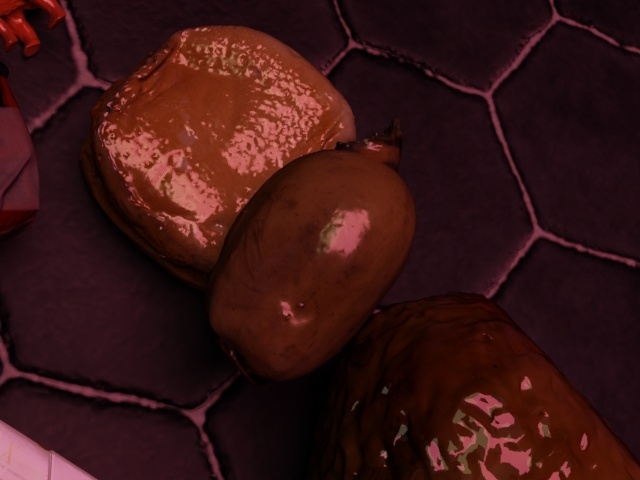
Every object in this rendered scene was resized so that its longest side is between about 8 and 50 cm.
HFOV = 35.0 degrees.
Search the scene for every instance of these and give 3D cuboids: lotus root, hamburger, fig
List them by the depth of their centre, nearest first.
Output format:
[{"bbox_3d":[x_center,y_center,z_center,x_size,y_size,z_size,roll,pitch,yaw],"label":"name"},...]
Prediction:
[{"bbox_3d":[0.000,0.000,0.711,0.125,0.118,0.221,29,83,33],"label":"lotus root"},{"bbox_3d":[0.057,0.225,0.725,0.368,0.286,0.286,-44,95,-4],"label":"fig"},{"bbox_3d":[-0.077,-0.070,0.812,0.213,0.108,0.214,7,72,-22],"label":"hamburger"}]

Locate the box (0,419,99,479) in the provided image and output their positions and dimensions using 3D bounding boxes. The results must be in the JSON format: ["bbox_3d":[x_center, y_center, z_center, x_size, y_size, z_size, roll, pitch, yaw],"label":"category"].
[{"bbox_3d":[-0.229,0.142,0.690,0.154,0.084,0.040,35,61,-11],"label":"box"}]

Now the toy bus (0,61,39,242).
[{"bbox_3d":[-0.298,-0.038,0.626,0.147,0.127,0.302,65,22,0],"label":"toy bus"}]

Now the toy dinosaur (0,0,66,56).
[{"bbox_3d":[-0.275,-0.176,0.791,0.279,0.055,0.101,-29,78,-27],"label":"toy dinosaur"}]
